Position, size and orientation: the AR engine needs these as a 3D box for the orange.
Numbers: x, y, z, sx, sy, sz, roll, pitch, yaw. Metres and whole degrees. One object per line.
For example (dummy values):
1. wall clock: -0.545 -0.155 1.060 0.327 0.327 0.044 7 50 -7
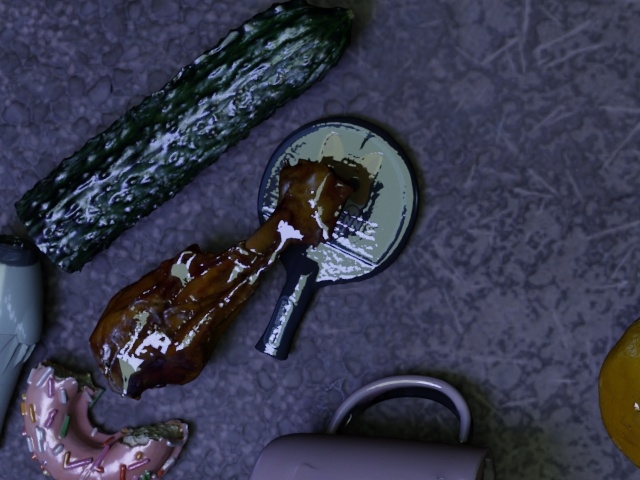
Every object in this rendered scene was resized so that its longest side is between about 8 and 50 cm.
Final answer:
1. orange: 0.313 0.133 1.412 0.154 0.134 0.155 3 100 17

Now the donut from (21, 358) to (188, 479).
1. donut: -0.220 0.191 1.564 0.166 0.065 0.117 25 99 10

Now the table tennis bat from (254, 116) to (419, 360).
1. table tennis bat: 0.000 0.000 1.523 0.150 0.027 0.236 25 97 11

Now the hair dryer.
1. hair dryer: -0.360 0.104 1.590 0.224 0.088 0.219 -2 98 25

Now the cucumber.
1. cucumber: -0.119 -0.108 1.501 0.359 0.096 0.096 -39 86 11

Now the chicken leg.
1. chicken leg: -0.085 0.037 1.496 0.304 0.093 0.113 -37 62 19

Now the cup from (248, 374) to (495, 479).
1. cup: 0.046 0.237 1.464 0.200 0.191 0.253 7 66 14
